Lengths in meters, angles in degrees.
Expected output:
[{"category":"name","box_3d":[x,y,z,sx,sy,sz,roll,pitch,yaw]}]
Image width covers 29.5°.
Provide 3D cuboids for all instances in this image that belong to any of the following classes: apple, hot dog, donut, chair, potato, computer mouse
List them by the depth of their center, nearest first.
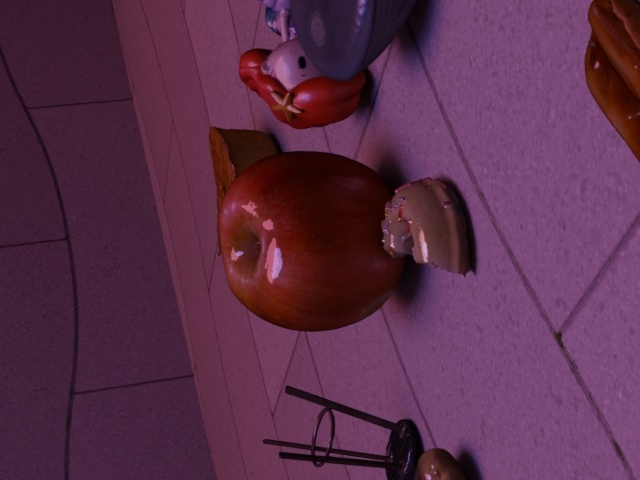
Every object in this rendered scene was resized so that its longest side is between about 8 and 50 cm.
[{"category":"hot dog","box_3d":[0.263,-0.096,0.900,0.100,0.068,0.249,80,173,-45]},{"category":"computer mouse","box_3d":[0.055,-0.361,1.408,0.188,0.122,0.370,50,146,38]},{"category":"donut","box_3d":[0.120,-0.020,1.439,0.166,0.065,0.108,-151,56,-70]},{"category":"potato","box_3d":[0.146,0.310,1.487,0.138,0.070,0.091,104,159,-49]},{"category":"apple","box_3d":[0.000,0.000,1.589,0.242,0.241,0.242,21,115,55]},{"category":"chair","box_3d":[0.042,0.269,1.642,0.104,0.222,0.095,-160,87,-74]},{"category":"donut","box_3d":[-0.132,-0.077,2.218,0.277,0.109,0.277,172,90,-74]}]

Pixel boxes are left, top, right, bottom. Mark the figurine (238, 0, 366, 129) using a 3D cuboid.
[{"category":"figurine","box_3d":[-0.033,-0.278,1.708,0.208,0.181,0.257,-11,88,34]}]
